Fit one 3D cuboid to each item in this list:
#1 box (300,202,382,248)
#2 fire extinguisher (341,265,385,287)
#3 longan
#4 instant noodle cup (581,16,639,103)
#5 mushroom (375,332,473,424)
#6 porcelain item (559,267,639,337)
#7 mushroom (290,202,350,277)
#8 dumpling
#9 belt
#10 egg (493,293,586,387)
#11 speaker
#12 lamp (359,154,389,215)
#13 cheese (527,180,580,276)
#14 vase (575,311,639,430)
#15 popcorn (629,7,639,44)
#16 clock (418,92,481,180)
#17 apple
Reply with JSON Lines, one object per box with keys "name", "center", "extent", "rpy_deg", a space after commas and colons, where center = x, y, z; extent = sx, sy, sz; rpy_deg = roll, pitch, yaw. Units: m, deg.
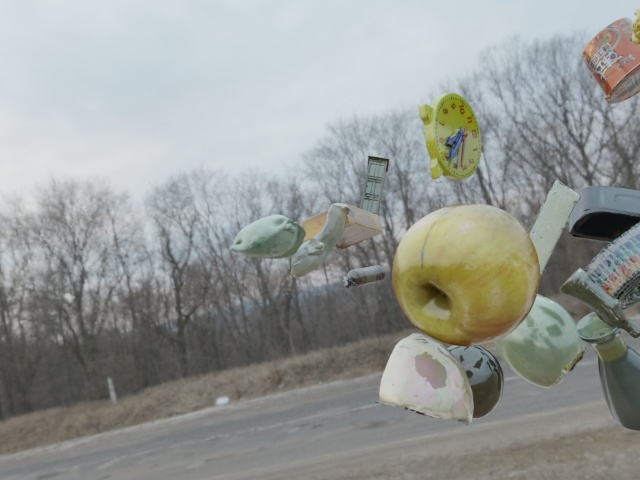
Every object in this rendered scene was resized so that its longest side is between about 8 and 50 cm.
{"name": "box", "center": [0.078, -0.045, 2.060], "extent": [0.174, 0.076, 0.274], "rpy_deg": [-25, -18, 25]}
{"name": "fire extinguisher", "center": [0.173, 0.151, 2.474], "extent": [0.252, 0.075, 0.106], "rpy_deg": [-6, -3, -44]}
{"name": "longan", "center": [0.400, 0.378, 1.641], "extent": [0.196, 0.197, 0.220], "rpy_deg": [-11, 18, -19]}
{"name": "instant noodle cup", "center": [1.044, -0.625, 2.061], "extent": [0.250, 0.192, 0.250], "rpy_deg": [-24, -23, -11]}
{"name": "mushroom", "center": [0.266, 0.299, 1.292], "extent": [0.162, 0.173, 0.236], "rpy_deg": [2, -18, 44]}
{"name": "porcelain item", "center": [0.716, 0.164, 1.505], "extent": [0.069, 0.215, 0.081], "rpy_deg": [-38, -20, -30]}
{"name": "mushroom", "center": [0.001, 0.002, 1.864], "extent": [0.278, 0.096, 0.099], "rpy_deg": [-51, -39, 7]}
{"name": "dumpling", "center": [-0.139, 0.010, 1.646], "extent": [0.216, 0.149, 0.105], "rpy_deg": [-19, 21, 21]}
{"name": "belt", "center": [0.920, 0.077, 1.714], "extent": [0.295, 0.161, 0.207], "rpy_deg": [-39, -40, 10]}
{"name": "egg", "center": [0.738, 0.329, 2.071], "extent": [0.278, 0.336, 0.278], "rpy_deg": [-32, -28, -20]}
{"name": "speaker", "center": [1.015, -0.100, 1.910], "extent": [0.388, 0.180, 0.184], "rpy_deg": [8, -38, 12]}
{"name": "lamp", "center": [0.204, -0.183, 2.336], "extent": [0.089, 0.326, 0.090], "rpy_deg": [9, -32, 6]}
{"name": "cheese", "center": [0.545, 0.013, 1.495], "extent": [0.400, 0.085, 0.034], "rpy_deg": [-54, 4, -23]}
{"name": "vase", "center": [0.823, 0.349, 1.636], "extent": [0.173, 0.321, 0.173], "rpy_deg": [-33, 15, 10]}
{"name": "popcorn", "center": [0.741, -0.482, 1.341], "extent": [0.084, 0.084, 0.084], "rpy_deg": [-12, -3, -1]}
{"name": "clock", "center": [0.431, -0.330, 1.893], "extent": [0.071, 0.277, 0.293], "rpy_deg": [-6, 15, 44]}
{"name": "apple", "center": [0.276, 0.059, 1.138], "extent": [0.233, 0.286, 0.286], "rpy_deg": [-31, 8, -33]}
